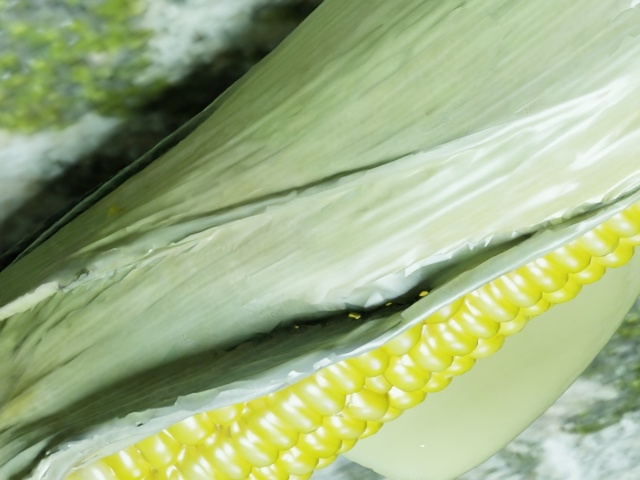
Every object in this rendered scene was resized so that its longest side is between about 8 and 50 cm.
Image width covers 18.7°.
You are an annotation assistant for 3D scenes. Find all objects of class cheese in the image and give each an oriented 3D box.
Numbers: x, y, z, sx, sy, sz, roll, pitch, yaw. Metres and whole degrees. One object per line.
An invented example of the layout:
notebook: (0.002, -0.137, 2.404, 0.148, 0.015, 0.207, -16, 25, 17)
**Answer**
cheese: (0.086, -0.012, 0.673, 0.127, 0.050, 0.255, 31, 118, -37)

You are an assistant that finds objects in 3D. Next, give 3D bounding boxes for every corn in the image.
corn: (-0.003, -0.003, 0.589, 0.305, 0.123, 0.122, -36, 157, 14)
